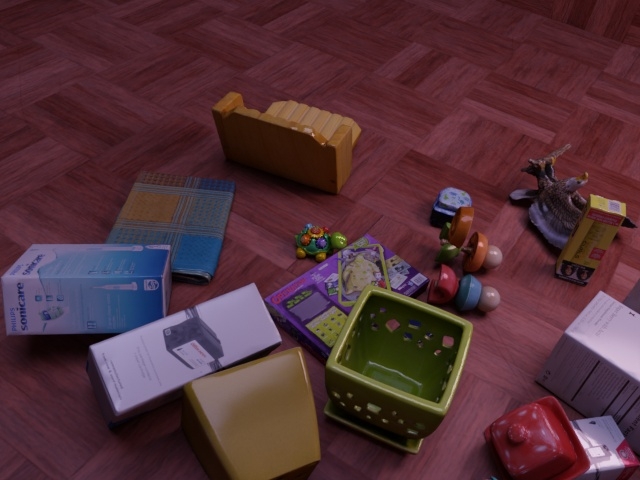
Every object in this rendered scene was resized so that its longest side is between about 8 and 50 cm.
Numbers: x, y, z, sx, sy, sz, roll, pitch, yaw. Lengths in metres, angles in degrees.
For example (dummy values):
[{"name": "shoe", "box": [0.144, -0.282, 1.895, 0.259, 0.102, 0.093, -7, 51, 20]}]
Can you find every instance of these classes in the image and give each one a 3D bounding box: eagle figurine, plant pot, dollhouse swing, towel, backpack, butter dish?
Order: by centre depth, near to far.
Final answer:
[{"name": "plant pot", "box": [-0.110, 0.338, 1.102, 0.212, 0.212, 0.187, -14, 60, -23]}, {"name": "butter dish", "box": [0.377, 0.367, 1.160, 0.160, 0.118, 0.159, -33, 43, 16]}, {"name": "plant pot", "box": [0.138, 0.257, 1.211, 0.227, 0.207, 0.228, 21, 44, 12]}, {"name": "towel", "box": [-0.368, -0.042, 1.576, 0.272, 0.040, 0.370, 8, 41, -2]}, {"name": "backpack", "box": [0.357, -0.092, 1.705, 0.105, 0.084, 0.114, 18, 41, 7]}, {"name": "eagle figurine", "box": [0.671, -0.104, 1.712, 0.226, 0.225, 0.298, -32, 78, 8]}, {"name": "dollhouse swing", "box": [-0.059, -0.340, 1.771, 0.347, 0.315, 0.304, 19, 64, 12]}]

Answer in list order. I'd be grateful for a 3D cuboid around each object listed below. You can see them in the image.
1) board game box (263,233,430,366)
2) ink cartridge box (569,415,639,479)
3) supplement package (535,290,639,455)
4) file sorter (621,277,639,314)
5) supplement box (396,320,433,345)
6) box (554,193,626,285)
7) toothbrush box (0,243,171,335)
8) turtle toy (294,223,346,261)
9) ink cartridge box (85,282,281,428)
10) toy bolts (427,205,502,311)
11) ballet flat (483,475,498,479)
[{"name": "board game box", "box": [0.065, 0.125, 1.459, 0.347, 0.056, 0.208, -31, 60, -34]}, {"name": "ink cartridge box", "box": [0.507, 0.406, 1.215, 0.151, 0.063, 0.109, -4, 45, -13]}, {"name": "supplement package", "box": [0.632, 0.278, 1.287, 0.293, 0.175, 0.178, 36, 49, 26]}, {"name": "file sorter", "box": [0.829, 0.137, 1.396, 0.173, 0.277, 0.192, 9, 43, -2]}, {"name": "supplement box", "box": [0.203, 0.213, 1.357, 0.083, 0.083, 0.056, -23, 51, -30]}, {"name": "box", "box": [0.652, 0.003, 1.541, 0.087, 0.232, 0.058, 18, 41, 9]}, {"name": "toothbrush box", "box": [-0.462, 0.093, 1.296, 0.296, 0.126, 0.216, 1, 17, -10]}, {"name": "turtle toy", "box": [0.000, 0.000, 1.564, 0.130, 0.066, 0.095, 11, 43, 3]}, {"name": "ink cartridge box", "box": [-0.255, 0.213, 1.166, 0.308, 0.223, 0.129, -20, 77, -27]}, {"name": "toy bolts", "box": [0.363, 0.053, 1.486, 0.159, 0.218, 0.228, 17, 62, 1]}, {"name": "ballet flat", "box": [0.376, 0.503, 1.095, 0.241, 0.091, 0.077, 28, 77, 25]}]
